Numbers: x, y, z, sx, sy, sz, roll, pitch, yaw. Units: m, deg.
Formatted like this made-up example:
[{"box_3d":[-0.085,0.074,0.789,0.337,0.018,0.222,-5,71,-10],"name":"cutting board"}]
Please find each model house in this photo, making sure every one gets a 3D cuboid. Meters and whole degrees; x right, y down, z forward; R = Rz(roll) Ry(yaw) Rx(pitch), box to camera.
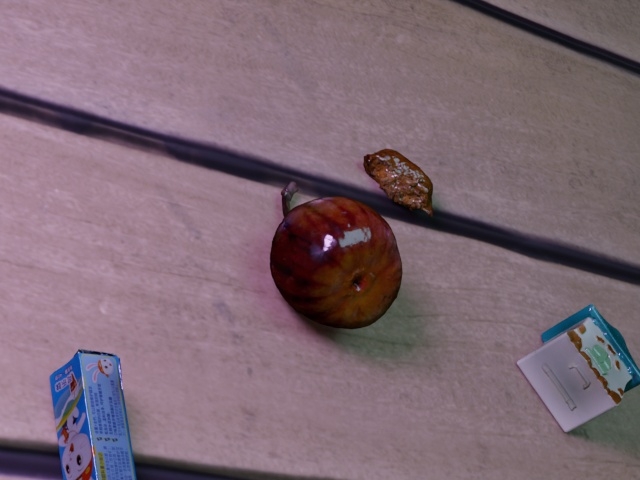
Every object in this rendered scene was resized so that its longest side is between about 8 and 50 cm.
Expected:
[{"box_3d":[0.358,0.164,2.161,0.127,0.100,0.149,55,37,1],"name":"model house"}]

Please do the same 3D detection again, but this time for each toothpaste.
[{"box_3d":[-0.213,0.239,1.562,0.050,0.065,0.267,12,55,-40],"name":"toothpaste"}]

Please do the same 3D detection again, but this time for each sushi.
[{"box_3d":[0.106,-0.075,2.124,0.118,0.061,0.060,31,49,4],"name":"sushi"}]

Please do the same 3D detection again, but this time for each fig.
[{"box_3d":[-0.001,0.015,1.889,0.202,0.148,0.149,26,-6,19],"name":"fig"}]
